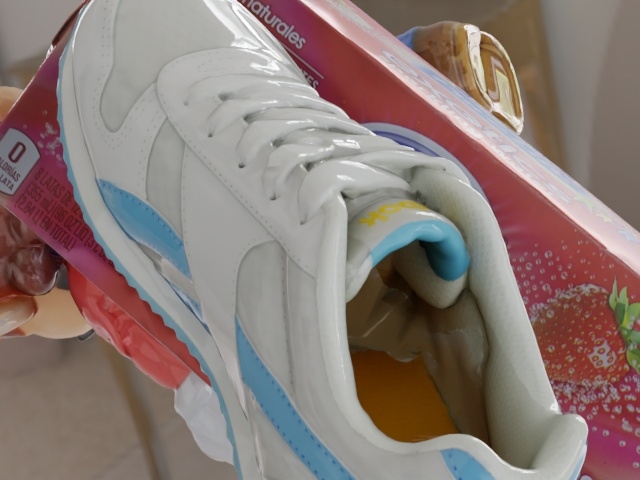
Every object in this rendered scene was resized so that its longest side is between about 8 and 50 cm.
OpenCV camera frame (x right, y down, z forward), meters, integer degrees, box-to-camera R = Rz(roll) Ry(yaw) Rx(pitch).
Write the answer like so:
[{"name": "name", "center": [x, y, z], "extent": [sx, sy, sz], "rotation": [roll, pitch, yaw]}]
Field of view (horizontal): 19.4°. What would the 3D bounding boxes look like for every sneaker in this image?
[{"name": "sneaker", "center": [0.000, 0.000, 0.512], "extent": [0.087, 0.092, 0.229], "rotation": [-8, 55, -34]}]

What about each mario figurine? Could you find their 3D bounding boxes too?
[{"name": "mario figurine", "center": [-0.062, -0.006, 0.847], "extent": [0.320, 0.170, 0.198], "rotation": [-6, 25, 23]}]

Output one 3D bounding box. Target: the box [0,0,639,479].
[{"name": "box", "center": [0.024, 0.008, 0.653], "extent": [0.123, 0.257, 0.128], "rotation": [-52, -12, 10]}]
